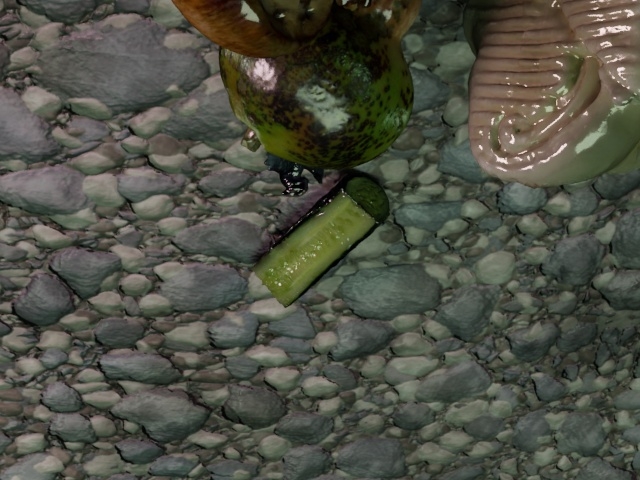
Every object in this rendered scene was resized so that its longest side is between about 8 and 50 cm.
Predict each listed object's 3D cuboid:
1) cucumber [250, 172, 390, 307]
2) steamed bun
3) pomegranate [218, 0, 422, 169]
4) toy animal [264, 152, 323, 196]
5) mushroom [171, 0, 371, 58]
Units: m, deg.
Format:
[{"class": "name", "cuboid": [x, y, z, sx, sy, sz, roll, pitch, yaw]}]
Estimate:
[{"class": "cucumber", "cuboid": [0.000, -0.003, 2.390, 0.078, 0.062, 0.211, 45, 129, -4]}, {"class": "steamed bun", "cuboid": [0.321, -0.210, 2.024, 0.219, 0.324, 0.310, 20, 139, -33]}, {"class": "pomegranate", "cuboid": [0.011, -0.218, 2.081, 0.204, 0.276, 0.222, 9, 163, 45]}, {"class": "toy animal", "cuboid": [-0.034, -0.107, 2.232, 0.062, 0.108, 0.220, -25, 167, 15]}, {"class": "mushroom", "cuboid": [-0.057, -0.319, 1.901, 0.283, 0.263, 0.195, 24, 166, -15]}]
